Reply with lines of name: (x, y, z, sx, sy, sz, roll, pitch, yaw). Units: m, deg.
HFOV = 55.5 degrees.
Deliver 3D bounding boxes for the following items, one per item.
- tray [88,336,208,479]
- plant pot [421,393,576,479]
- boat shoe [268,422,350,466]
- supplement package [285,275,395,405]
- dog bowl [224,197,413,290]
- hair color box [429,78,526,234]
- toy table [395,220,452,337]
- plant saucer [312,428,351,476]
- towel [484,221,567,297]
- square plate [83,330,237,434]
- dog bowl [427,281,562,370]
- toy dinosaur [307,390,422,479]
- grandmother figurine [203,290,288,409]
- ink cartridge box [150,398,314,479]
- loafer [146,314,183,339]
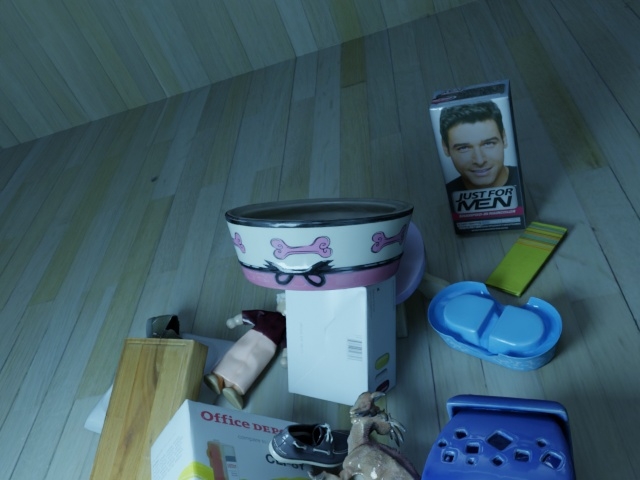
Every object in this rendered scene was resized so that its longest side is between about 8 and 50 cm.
tray: (-0.394, 0.429, 1.371, 0.203, 0.076, 0.411, -2, 65, 24)
plant pot: (0.320, 0.399, 1.038, 0.236, 0.236, 0.212, -3, 38, 26)
boat shoe: (-0.001, 0.395, 1.193, 0.065, 0.206, 0.075, -59, 40, 23)
supplement package: (0.047, 0.205, 1.344, 0.204, 0.262, 0.145, 4, 11, 31)
dog bowl: (0.000, 0.000, 1.332, 0.408, 0.150, 0.408, -2, 10, 0)
hair color box: (0.407, -0.201, 1.545, 0.185, 0.374, 0.113, -5, 34, 22)
toy table: (0.189, 0.090, 1.506, 0.252, 0.161, 0.274, -1, 45, 26)
plant saucer: (0.033, 0.472, 1.256, 0.168, 0.029, 0.168, -13, 40, 11)
towel: (0.511, 0.042, 1.508, 0.102, 0.021, 0.237, 17, 55, 47)
square plate: (-0.411, 0.369, 1.588, 0.347, 0.049, 0.344, 5, 48, 31)
dog bowl: (0.386, 0.192, 1.357, 0.297, 0.074, 0.166, 15, 53, 38)
toy dinosaur: (0.121, 0.423, 1.125, 0.295, 0.127, 0.200, 40, 85, 28)
grandmother figurine: (-0.149, 0.251, 1.553, 0.208, 0.104, 0.342, 36, 59, 13)
ink cartridge box: (-0.141, 0.501, 1.090, 0.160, 0.279, 0.385, -53, 33, 22)
loafer: (-0.400, 0.273, 1.576, 0.087, 0.094, 0.251, -28, 39, 2)
